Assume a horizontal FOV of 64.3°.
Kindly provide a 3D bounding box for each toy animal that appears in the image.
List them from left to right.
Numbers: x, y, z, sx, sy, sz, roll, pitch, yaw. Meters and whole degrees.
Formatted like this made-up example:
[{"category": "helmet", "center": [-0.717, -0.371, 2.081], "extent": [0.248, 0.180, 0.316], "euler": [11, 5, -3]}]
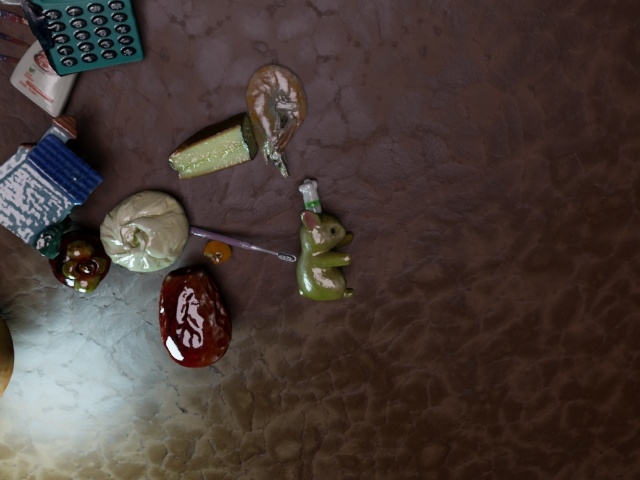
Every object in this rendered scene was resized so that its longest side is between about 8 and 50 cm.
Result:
[{"category": "toy animal", "center": [0.018, 0.007, 1.535], "extent": [0.180, 0.181, 0.363], "euler": [1, 112, -2]}]

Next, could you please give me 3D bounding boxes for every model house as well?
[{"category": "model house", "center": [-0.723, -0.172, 1.381], "extent": [0.251, 0.295, 0.329], "euler": [40, 83, -24]}]

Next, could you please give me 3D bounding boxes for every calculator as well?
[{"category": "calculator", "center": [-0.586, -0.550, 1.260], "extent": [0.248, 0.058, 0.274], "euler": [-18, 133, -18]}]

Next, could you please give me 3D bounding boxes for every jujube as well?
[{"category": "jujube", "center": [-0.397, 0.243, 1.602], "extent": [0.223, 0.223, 0.318], "euler": [-7, 105, -1]}]

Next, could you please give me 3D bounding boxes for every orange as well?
[{"category": "orange", "center": [-0.320, 0.036, 1.589], "extent": [0.086, 0.062, 0.086], "euler": [-2, 111, -5]}]

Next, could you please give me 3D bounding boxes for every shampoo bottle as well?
[{"category": "shampoo bottle", "center": [-0.683, -0.483, 1.349], "extent": [0.153, 0.071, 0.284], "euler": [39, 106, -19]}]

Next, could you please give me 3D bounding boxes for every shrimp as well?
[{"category": "shrimp", "center": [-0.111, -0.336, 1.446], "extent": [0.168, 0.077, 0.317], "euler": [-13, 109, -1]}]

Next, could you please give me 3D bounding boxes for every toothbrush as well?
[{"category": "toothbrush", "center": [-0.243, 0.011, 1.548], "extent": [0.353, 0.029, 0.024], "euler": [16, 99, 9]}]

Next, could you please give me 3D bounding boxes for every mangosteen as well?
[{"category": "mangosteen", "center": [-0.706, 0.064, 1.506], "extent": [0.199, 0.200, 0.200], "euler": [-1, 112, -3]}]

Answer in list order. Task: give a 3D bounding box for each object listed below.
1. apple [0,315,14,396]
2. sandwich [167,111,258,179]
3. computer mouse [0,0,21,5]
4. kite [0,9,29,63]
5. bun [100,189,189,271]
[{"category": "apple", "center": [-1.116, 0.352, 1.505], "extent": [0.391, 0.391, 0.346], "euler": [42, 96, -18]}, {"category": "sandwich", "center": [-0.301, -0.259, 1.437], "extent": [0.235, 0.128, 0.122], "euler": [-16, 116, 11]}, {"category": "computer mouse", "center": [-0.701, -0.624, 1.272], "extent": [0.231, 0.126, 0.071], "euler": [-18, 133, -1]}, {"category": "kite", "center": [-0.947, -0.572, 1.325], "extent": [0.360, 0.022, 0.204], "euler": [13, 112, -7]}, {"category": "bun", "center": [-0.519, -0.014, 1.506], "extent": [0.259, 0.160, 0.259], "euler": [-2, 114, -4]}]
